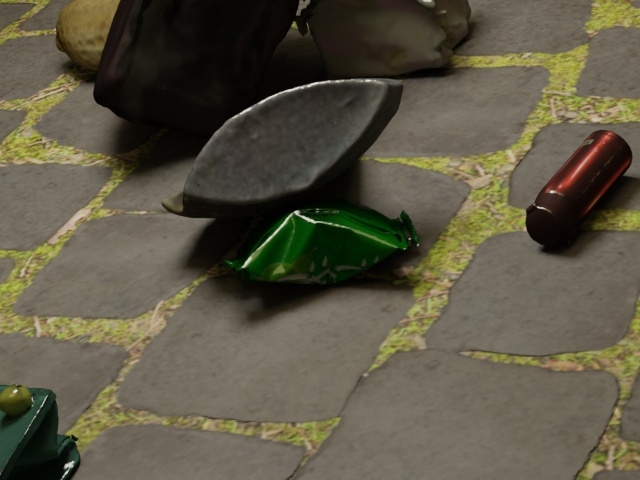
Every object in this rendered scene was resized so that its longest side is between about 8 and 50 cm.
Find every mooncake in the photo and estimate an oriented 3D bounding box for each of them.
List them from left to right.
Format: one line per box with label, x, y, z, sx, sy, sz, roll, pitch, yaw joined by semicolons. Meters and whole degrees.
mooncake;-0.132;-0.331;2.080;0.212;0.381;0.351;20;39;-20

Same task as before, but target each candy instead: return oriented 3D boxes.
candy;-0.001;-0.003;1.735;0.203;0.078;0.141;-9;27;1
candy;0.086;-0.300;2.150;0.195;0.137;0.185;-4;31;21

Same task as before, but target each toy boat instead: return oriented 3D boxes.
toy boat;-0.045;-0.087;1.828;0.276;0.111;0.293;-28;-5;-14

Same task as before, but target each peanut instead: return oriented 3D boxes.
peanut;-0.274;-0.300;2.337;0.253;0.122;0.137;-7;20;22

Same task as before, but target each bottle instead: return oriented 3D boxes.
bottle;0.269;-0.052;1.720;0.060;0.060;0.164;8;36;35

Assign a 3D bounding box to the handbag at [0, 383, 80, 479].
handbag;-0.383;0.222;1.490;0.268;0.100;0.274;3;33;27
